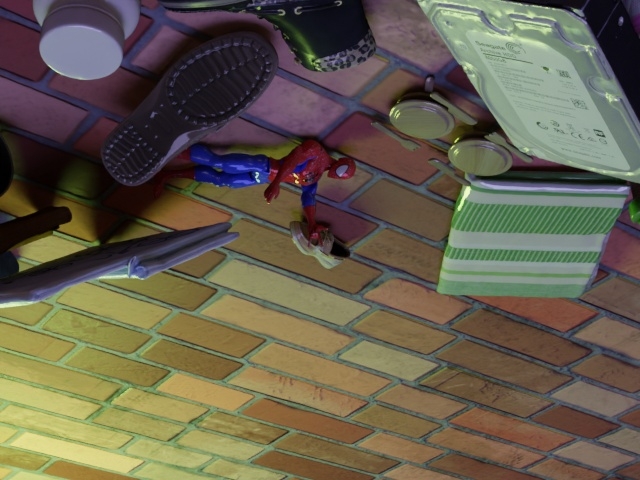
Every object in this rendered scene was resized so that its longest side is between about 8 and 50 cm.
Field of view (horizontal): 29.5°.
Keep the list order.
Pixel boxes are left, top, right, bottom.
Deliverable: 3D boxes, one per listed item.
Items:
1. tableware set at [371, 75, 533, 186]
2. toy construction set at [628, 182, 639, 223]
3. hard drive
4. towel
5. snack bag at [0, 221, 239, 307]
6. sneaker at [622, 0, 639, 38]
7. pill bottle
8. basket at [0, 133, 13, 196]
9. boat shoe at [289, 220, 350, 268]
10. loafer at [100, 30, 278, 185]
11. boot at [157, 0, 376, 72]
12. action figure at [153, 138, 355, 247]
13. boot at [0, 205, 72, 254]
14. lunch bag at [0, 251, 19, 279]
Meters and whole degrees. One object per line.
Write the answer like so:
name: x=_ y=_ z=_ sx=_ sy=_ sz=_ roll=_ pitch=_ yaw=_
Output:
tableware set: x=0.176 y=-0.146 z=1.605 sx=0.194 sy=0.039 sz=0.128 roll=30 pitch=149 yaw=-30
toy construction set: x=0.581 y=-0.051 z=1.573 sx=0.309 sy=0.237 sz=0.257 roll=-4 pitch=147 yaw=4
hard drive: x=0.270 y=-0.190 z=1.391 sx=0.237 sy=0.064 sz=0.339 roll=20 pitch=161 yaw=41
towel: x=0.314 y=-0.005 z=1.829 sx=0.248 sy=0.038 sz=0.325 roll=1 pitch=149 yaw=0
snack bag: x=-0.332 y=0.046 z=1.645 sx=0.323 sy=0.037 sz=0.343 roll=-8 pitch=-171 yaw=44
sneaker: x=0.327 y=-0.269 z=1.355 sx=0.111 sy=0.103 sz=0.252 roll=3 pitch=146 yaw=-8
pill bottle: x=-0.241 y=-0.266 z=1.270 sx=0.112 sy=0.186 sz=0.112 roll=-1 pitch=147 yaw=0
basket: x=-0.546 y=-0.083 z=1.592 sx=0.204 sy=0.154 sz=0.227 roll=34 pitch=139 yaw=-26
boat shoe: x=0.000 y=0.000 z=1.821 sx=0.045 sy=0.050 sz=0.135 roll=-20 pitch=153 yaw=22
loafer: x=-0.162 y=-0.173 z=1.510 sx=0.268 sy=0.092 sz=0.102 roll=-33 pitch=102 yaw=21
boot: x=-0.056 y=-0.257 z=1.384 sx=0.236 sy=0.085 sz=0.178 roll=-8 pitch=149 yaw=10
action figure: x=-0.090 y=-0.065 z=1.640 sx=0.280 sy=0.139 sz=0.091 roll=-4 pitch=148 yaw=1
boot: x=-0.465 y=0.023 z=1.634 sx=0.280 sy=0.096 sz=0.264 roll=-20 pitch=179 yaw=-22
lunch bag: x=-0.508 y=0.048 z=1.864 sx=0.065 sy=0.067 sz=0.098 roll=-4 pitch=148 yaw=6
